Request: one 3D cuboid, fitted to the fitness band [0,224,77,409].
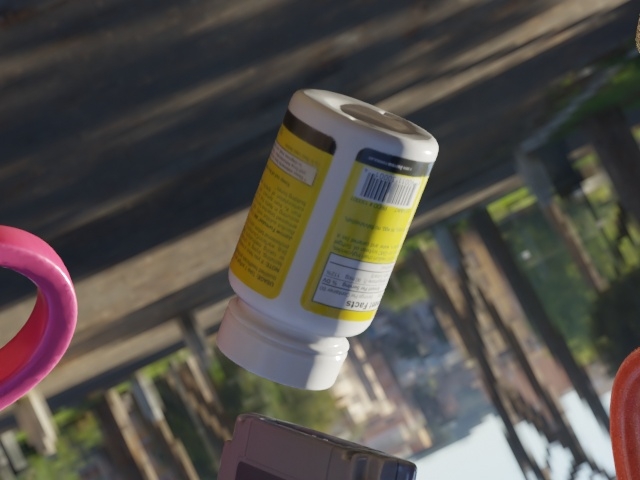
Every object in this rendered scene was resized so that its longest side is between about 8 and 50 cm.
[{"bbox_3d":[-0.336,0.088,1.356,0.290,0.054,0.209,-29,136,-3],"label":"fitness band"}]

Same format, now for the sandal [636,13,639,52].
[{"bbox_3d":[0.295,-0.175,1.373,0.079,0.088,0.240,-38,-152,30],"label":"sandal"}]

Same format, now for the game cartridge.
[{"bbox_3d":[-0.018,0.240,1.257,0.060,0.196,0.294,16,175,-21],"label":"game cartridge"}]

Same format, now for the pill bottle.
[{"bbox_3d":[0.000,0.000,1.285,0.119,0.119,0.209,-12,126,-67],"label":"pill bottle"}]

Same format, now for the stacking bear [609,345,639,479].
[{"bbox_3d":[0.373,0.124,1.237,0.289,0.164,0.175,-11,159,-25],"label":"stacking bear"}]
